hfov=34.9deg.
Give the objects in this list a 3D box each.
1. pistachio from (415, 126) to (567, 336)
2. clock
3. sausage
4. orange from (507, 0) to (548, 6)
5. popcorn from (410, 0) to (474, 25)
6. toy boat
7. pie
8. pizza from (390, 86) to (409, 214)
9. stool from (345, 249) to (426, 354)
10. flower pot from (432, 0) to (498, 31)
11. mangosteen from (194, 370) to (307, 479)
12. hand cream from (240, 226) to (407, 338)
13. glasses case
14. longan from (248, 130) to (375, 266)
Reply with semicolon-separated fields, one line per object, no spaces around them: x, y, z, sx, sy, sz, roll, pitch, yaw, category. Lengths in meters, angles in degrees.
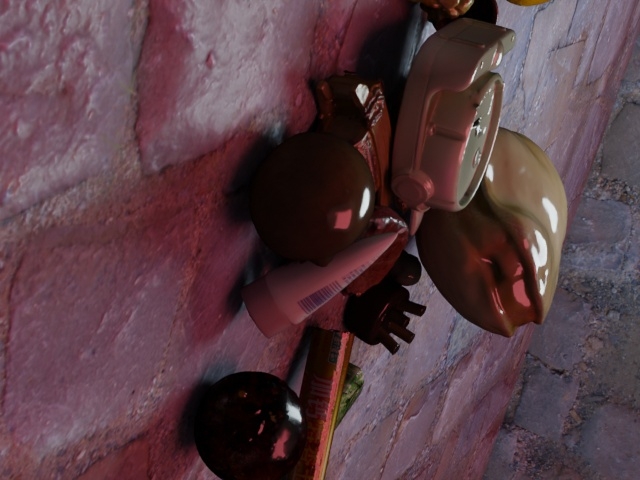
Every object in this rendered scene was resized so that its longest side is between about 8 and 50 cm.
0.308;-0.030;1.832;0.445;0.282;0.365;-89;158;-56;pistachio
0.202;-0.168;1.574;0.265;0.109;0.324;-45;148;-56;clock
-0.016;0.327;1.698;0.082;0.082;0.371;17;84;-67;sausage
0.382;-0.495;1.826;0.156;0.134;0.156;22;90;-80;orange
0.183;-0.383;1.555;0.097;0.089;0.109;56;31;-17;popcorn
0.049;-0.127;1.482;0.310;0.089;0.115;79;32;-54;toy boat
0.038;0.025;1.546;0.219;0.054;0.204;2;135;-49;pie
0.143;-0.169;1.684;0.226;0.069;0.147;88;25;-45;pizza
0.129;0.108;1.852;0.217;0.121;0.125;-61;156;0;stool
0.242;-0.384;1.669;0.089;0.111;0.111;-58;160;-57;flower pot
-0.100;0.273;1.453;0.172;0.172;0.184;-53;173;-30;mangosteen
0.013;0.042;1.409;0.248;0.083;0.133;-30;180;1;hand cream
-0.014;0.342;1.825;0.272;0.062;0.095;-52;153;-32;glasses case
-0.009;-0.054;1.328;0.189;0.189;0.189;-48;151;-38;longan
